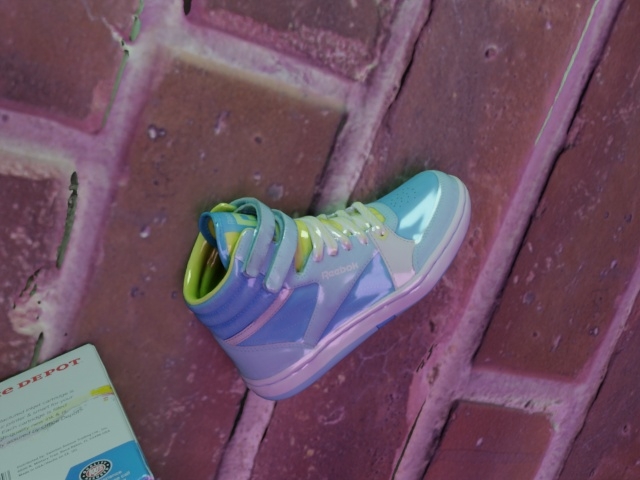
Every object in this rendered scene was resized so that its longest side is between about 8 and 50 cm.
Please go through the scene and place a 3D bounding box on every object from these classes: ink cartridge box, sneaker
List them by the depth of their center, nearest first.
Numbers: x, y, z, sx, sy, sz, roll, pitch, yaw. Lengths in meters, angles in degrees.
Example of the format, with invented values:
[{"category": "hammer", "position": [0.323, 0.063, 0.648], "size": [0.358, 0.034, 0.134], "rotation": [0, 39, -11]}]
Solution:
[{"category": "ink cartridge box", "position": [-0.238, 0.243, 0.741], "size": [0.171, 0.232, 0.168], "rotation": [-23, 120, -17]}, {"category": "sneaker", "position": [0.000, 0.000, 0.825], "size": [0.319, 0.127, 0.208], "rotation": [-43, 123, -6]}]
